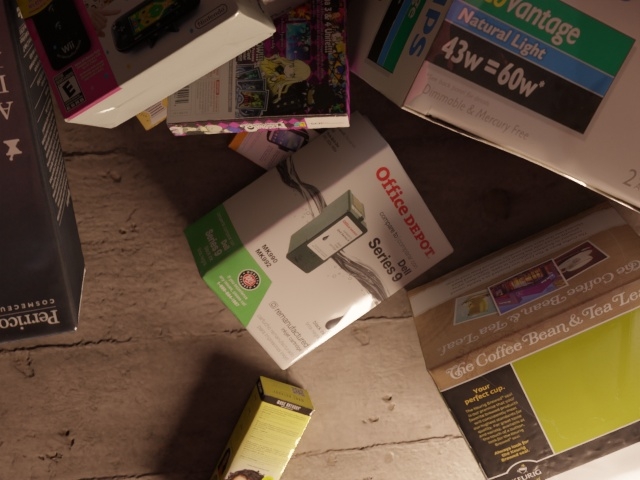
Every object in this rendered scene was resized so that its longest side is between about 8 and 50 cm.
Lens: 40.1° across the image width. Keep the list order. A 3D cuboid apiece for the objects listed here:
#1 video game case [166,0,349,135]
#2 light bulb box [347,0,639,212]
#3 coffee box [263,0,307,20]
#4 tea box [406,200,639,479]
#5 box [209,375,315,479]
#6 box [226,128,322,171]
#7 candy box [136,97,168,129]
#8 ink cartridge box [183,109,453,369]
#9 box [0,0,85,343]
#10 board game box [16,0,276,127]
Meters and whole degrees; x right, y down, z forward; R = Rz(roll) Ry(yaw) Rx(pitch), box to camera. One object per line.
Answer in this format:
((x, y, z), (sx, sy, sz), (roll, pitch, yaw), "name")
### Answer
((-0.072, -0.240, 1.029), (0.210, 0.042, 0.232), (-3, 74, 6), "video game case")
((0.238, -0.223, 1.023), (0.357, 0.361, 0.225), (21, 105, -18), "light bulb box")
((-0.133, -0.354, 0.977), (0.141, 0.098, 0.247), (-30, 81, -1), "coffee box")
((0.344, 0.177, 1.245), (0.329, 0.220, 0.324), (-25, 114, 9), "tea box")
((-0.098, 0.325, 1.321), (0.087, 0.058, 0.232), (20, 104, -18), "box")
((-0.048, -0.128, 1.180), (0.136, 0.028, 0.081), (31, 101, -23), "box")
((-0.243, -0.232, 1.053), (0.053, 0.109, 0.187), (-34, 114, 3), "candy box")
((0.000, 0.000, 1.168), (0.289, 0.121, 0.211), (-35, 125, 2), "ink cartridge box")
((-0.457, -0.086, 1.009), (0.293, 0.212, 0.396), (-9, 112, -9), "box")
((-0.207, -0.300, 0.886), (0.224, 0.097, 0.303), (-26, 82, 20), "board game box")
